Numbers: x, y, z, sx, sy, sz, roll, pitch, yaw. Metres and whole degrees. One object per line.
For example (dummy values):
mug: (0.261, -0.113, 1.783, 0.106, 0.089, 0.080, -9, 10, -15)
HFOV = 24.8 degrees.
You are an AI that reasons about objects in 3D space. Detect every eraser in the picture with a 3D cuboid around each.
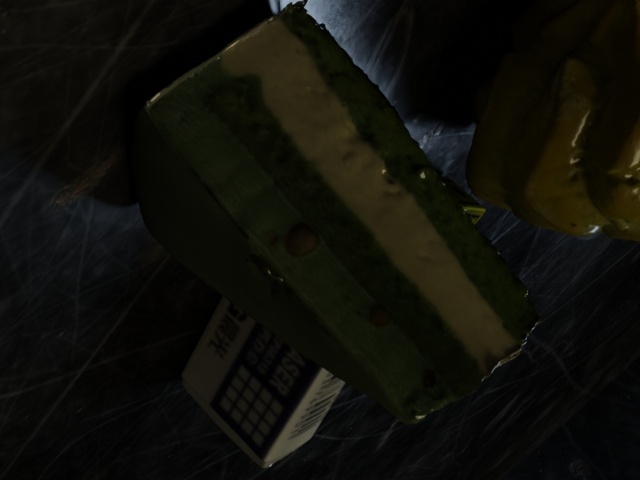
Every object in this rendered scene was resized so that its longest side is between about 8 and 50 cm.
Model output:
eraser: (-0.017, 0.066, 1.305, 0.081, 0.124, 0.279, -23, 150, -50)

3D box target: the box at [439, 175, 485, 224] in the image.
box: (0.067, 0.000, 1.438, 0.141, 0.064, 0.220, -53, 158, 16)

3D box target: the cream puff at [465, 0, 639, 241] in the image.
cream puff: (0.294, -0.144, 1.390, 0.324, 0.291, 0.257, -12, 113, -36)

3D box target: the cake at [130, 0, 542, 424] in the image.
cake: (0.004, 0.004, 1.030, 0.158, 0.283, 0.172, -37, 175, -23)
